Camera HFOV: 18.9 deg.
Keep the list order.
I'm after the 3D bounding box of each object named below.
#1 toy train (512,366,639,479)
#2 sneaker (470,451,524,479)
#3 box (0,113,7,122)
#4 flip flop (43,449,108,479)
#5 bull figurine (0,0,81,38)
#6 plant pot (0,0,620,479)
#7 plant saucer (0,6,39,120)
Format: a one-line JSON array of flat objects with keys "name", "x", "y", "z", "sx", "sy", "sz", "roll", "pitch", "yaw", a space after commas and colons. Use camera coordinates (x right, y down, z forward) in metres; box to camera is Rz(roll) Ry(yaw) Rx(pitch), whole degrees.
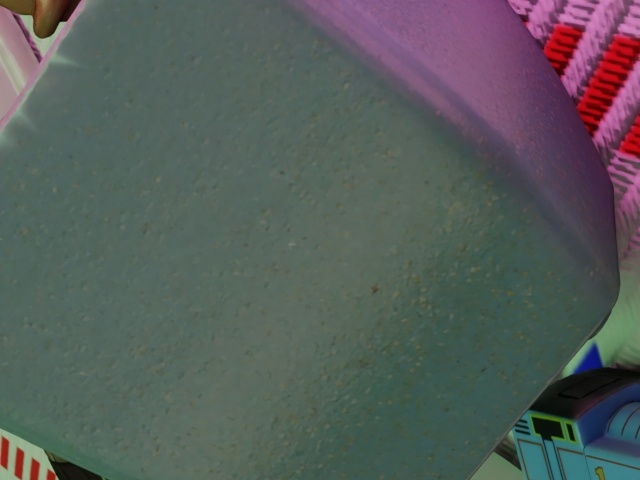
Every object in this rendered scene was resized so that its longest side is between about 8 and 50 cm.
[{"name": "toy train", "x": 0.170, "y": 0.122, "z": 0.935, "sx": 0.184, "sy": 0.080, "sz": 0.105, "roll": 6, "pitch": 117, "yaw": 62}, {"name": "sneaker", "x": 0.120, "y": 0.273, "z": 1.110, "sx": 0.366, "sy": 0.150, "sz": 0.135, "roll": 52, "pitch": 154, "yaw": 17}, {"name": "box", "x": -0.092, "y": -0.024, "z": 1.232, "sx": 0.213, "sy": 0.117, "sz": 0.243, "roll": 61, "pitch": 157, "yaw": -3}, {"name": "flip flop", "x": -0.168, "y": 0.146, "z": 1.638, "sx": 0.277, "sy": 0.080, "sz": 0.112, "roll": -27, "pitch": 88, "yaw": 51}, {"name": "bull figurine", "x": -0.109, "y": -0.257, "z": 0.937, "sx": 0.188, "sy": 0.101, "sz": 0.310, "roll": -108, "pitch": 35, "yaw": -59}, {"name": "plant pot", "x": -0.007, "y": -0.017, "z": 0.855, "sx": 0.252, "sy": 0.247, "sz": 0.248, "roll": 34, "pitch": 112, "yaw": -6}, {"name": "plant saucer", "x": -0.335, "y": -0.103, "z": 1.644, "sx": 0.400, "sy": 0.100, "sz": 0.400, "roll": 44, "pitch": 151, "yaw": 32}]
